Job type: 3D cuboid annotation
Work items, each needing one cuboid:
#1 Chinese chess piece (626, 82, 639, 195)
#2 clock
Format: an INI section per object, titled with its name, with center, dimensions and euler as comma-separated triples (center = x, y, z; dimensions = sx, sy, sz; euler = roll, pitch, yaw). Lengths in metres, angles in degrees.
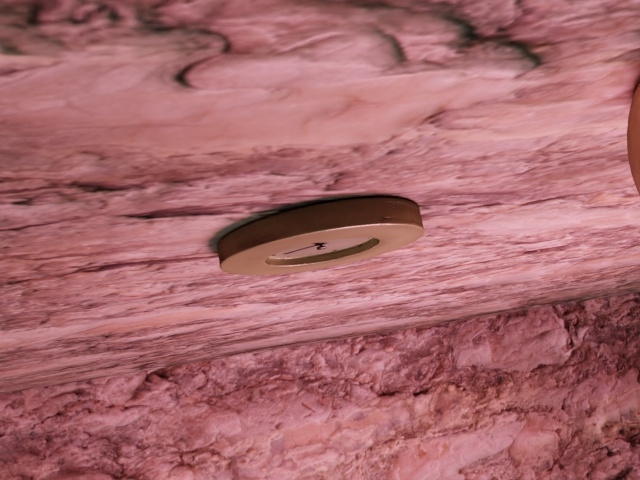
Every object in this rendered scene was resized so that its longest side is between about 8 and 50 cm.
[Chinese chess piece]
center = 0.401, -0.091, 0.534
dimensions = 0.337, 0.141, 0.338
euler = -11, 166, -3
[clock]
center = 0.000, 0.000, 0.836
dimensions = 0.234, 0.029, 0.235
euler = -10, 169, -2
